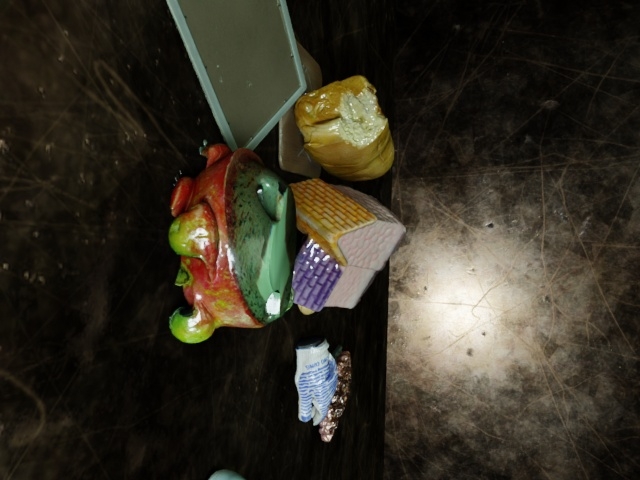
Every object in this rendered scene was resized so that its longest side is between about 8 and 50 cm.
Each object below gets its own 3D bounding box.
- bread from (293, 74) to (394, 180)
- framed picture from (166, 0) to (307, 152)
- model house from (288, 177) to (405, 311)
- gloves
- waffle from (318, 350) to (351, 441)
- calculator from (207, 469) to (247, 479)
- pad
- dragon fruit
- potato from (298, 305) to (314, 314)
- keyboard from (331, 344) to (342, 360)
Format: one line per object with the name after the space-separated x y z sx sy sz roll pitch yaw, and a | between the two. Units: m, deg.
0.068 -0.232 1.090 0.344 0.195 0.149 18 54 -73 | bread
-0.113 -0.294 0.706 0.232 0.019 0.296 -56 148 -32 | framed picture
0.000 0.000 0.973 0.237 0.202 0.237 10 119 -52 | model house
-0.012 0.334 1.111 0.119 0.097 0.229 -21 121 -41 | gloves
0.043 0.430 1.338 0.234 0.055 0.222 -53 149 -54 | waffle
-0.144 0.449 0.704 0.295 0.042 0.184 74 23 -50 | calculator
-0.040 -0.290 1.068 0.286 0.018 0.285 -11 102 -75 | pad
-0.110 0.005 0.657 0.268 0.129 0.296 74 22 -59 | dragon fruit
-0.025 0.129 1.096 0.068 0.062 0.083 95 -15 -52 | potato
0.037 0.364 1.411 0.176 0.014 0.056 -19 112 -73 | keyboard
